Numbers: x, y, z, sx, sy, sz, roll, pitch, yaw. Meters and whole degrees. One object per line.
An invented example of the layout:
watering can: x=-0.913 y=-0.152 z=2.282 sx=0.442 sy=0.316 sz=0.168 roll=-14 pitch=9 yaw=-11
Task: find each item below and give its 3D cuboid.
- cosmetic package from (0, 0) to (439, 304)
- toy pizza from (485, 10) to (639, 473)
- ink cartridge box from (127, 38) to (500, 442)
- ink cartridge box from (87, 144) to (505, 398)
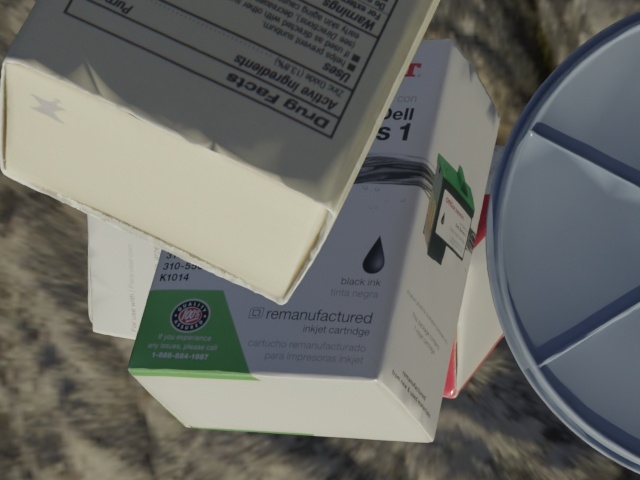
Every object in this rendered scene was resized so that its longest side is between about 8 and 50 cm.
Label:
cosmetic package: x=-0.012 y=-0.142 z=0.885 sx=0.153 sy=0.129 sz=0.296 roll=27 pitch=67 yaw=0
toy pizza: x=0.167 y=0.001 z=0.792 sx=0.201 sy=0.032 sz=0.201 roll=0 pitch=87 yaw=7
ink cartridge box: x=0.000 y=-0.003 z=1.139 sx=0.160 sy=0.092 sz=0.219 roll=0 pitch=62 yaw=26
ink cartridge box: x=0.000 y=0.000 z=1.545 sx=0.306 sy=0.226 sz=0.131 roll=11 pitch=116 yaw=19
